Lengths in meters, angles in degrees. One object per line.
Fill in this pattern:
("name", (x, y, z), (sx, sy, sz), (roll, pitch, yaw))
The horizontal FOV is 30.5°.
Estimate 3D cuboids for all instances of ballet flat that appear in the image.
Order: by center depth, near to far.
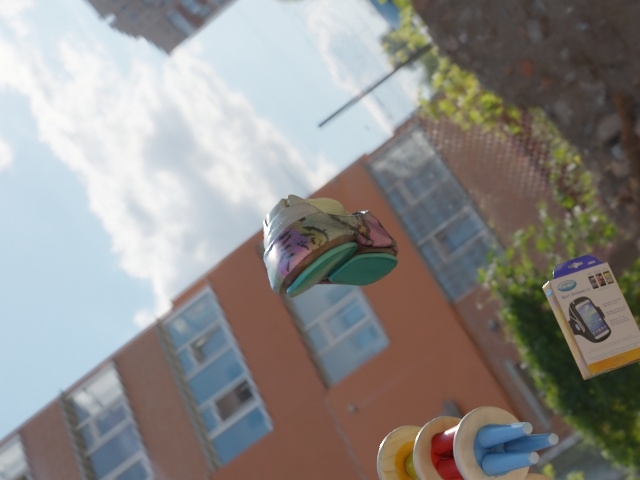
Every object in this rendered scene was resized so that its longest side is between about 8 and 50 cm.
("ballet flat", (0.000, 0.000, 0.948), (0.079, 0.077, 0.221), (54, -162, 12))

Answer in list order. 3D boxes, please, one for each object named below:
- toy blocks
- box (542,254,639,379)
("toy blocks", (0.118, 0.150, 0.720), (0.123, 0.054, 0.148), (35, 154, -12))
("box", (0.318, 0.086, 1.370), (0.028, 0.081, 0.136), (112, 139, -64))
